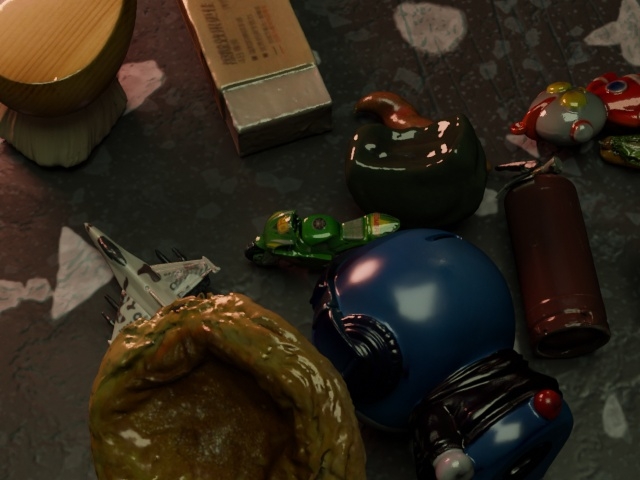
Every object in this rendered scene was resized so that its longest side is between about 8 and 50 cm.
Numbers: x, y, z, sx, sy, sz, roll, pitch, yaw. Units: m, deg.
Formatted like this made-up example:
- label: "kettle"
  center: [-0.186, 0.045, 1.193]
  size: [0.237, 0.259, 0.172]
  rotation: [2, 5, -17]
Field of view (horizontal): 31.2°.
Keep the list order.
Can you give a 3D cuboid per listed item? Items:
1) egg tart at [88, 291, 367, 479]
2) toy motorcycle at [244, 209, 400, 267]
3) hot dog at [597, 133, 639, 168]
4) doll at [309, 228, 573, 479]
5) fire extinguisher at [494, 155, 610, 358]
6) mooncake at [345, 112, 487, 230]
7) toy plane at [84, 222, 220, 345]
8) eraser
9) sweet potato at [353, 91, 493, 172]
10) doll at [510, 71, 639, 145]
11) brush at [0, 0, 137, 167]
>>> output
- label: "egg tart"
  center: [-0.085, 0.216, 1.203]
  size: [0.352, 0.352, 0.150]
  rotation: [40, 27, 20]
- label: "toy motorcycle"
  center: [0.000, 0.000, 1.393]
  size: [0.190, 0.106, 0.074]
  rotation: [-1, 61, 1]
- label: "hot dog"
  center: [0.428, -0.117, 1.498]
  size: [0.133, 0.041, 0.056]
  rotation: [6, 60, 3]
- label: "doll"
  center: [0.123, 0.129, 1.251]
  size: [0.284, 0.240, 0.310]
  rotation: [-4, 46, -48]
- label: "fire extinguisher"
  center: [0.275, 0.006, 1.401]
  size: [0.104, 0.105, 0.269]
  rotation: [-5, 61, -3]
- label: "mooncake"
  center: [0.118, -0.092, 1.414]
  size: [0.175, 0.168, 0.104]
  rotation: [14, 59, -10]
- label: "toy plane"
  center: [-0.209, 0.059, 1.384]
  size: [0.160, 0.082, 0.234]
  rotation: [-42, 54, -10]
- label: "eraser"
  center: [-0.102, -0.283, 1.571]
  size: [0.144, 0.078, 0.343]
  rotation: [-17, 63, -9]
- label: "sweet potato"
  center: [0.135, -0.140, 1.503]
  size: [0.202, 0.058, 0.055]
  rotation: [34, 85, 16]
- label: "doll"
  center: [0.364, -0.176, 1.512]
  size: [0.244, 0.076, 0.142]
  rotation: [-12, 32, -11]
- label: "brush"
  center: [-0.320, -0.242, 1.496]
  size: [0.174, 0.166, 0.267]
  rotation: [27, 63, 16]
